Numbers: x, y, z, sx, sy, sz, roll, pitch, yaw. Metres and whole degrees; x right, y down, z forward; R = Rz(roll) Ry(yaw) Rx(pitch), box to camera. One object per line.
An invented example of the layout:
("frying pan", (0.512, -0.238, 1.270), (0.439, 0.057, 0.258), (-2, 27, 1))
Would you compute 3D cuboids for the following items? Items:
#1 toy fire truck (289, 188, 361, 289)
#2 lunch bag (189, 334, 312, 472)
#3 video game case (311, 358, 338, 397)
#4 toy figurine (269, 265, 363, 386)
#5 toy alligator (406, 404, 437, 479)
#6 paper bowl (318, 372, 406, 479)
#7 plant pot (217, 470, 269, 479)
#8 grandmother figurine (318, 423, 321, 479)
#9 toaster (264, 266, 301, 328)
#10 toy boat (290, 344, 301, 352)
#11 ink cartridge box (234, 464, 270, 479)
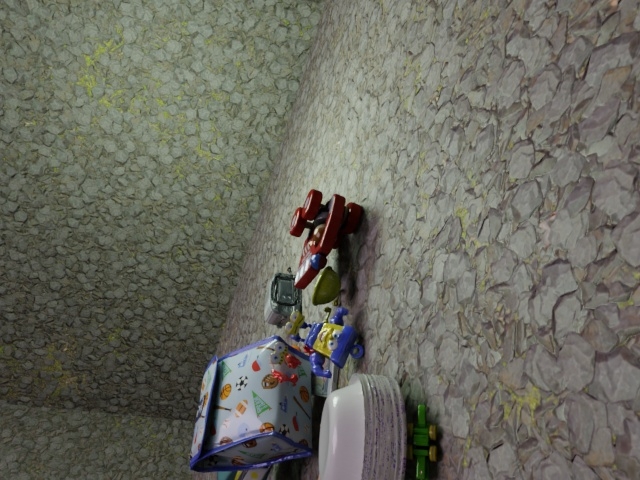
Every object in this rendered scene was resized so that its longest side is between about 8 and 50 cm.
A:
("toy fire truck", (0.000, 0.000, 1.645), (0.302, 0.169, 0.254), (131, 153, -58))
("lunch bag", (-0.237, 0.516, 1.615), (0.385, 0.239, 0.328), (-24, 43, 25))
("video game case", (0.012, 0.394, 1.637), (0.201, 0.023, 0.184), (147, 133, -66))
("toy figurine", (0.045, 0.272, 1.488), (0.217, 0.191, 0.363), (13, 62, 34))
("toy alligator", (0.199, 0.418, 1.012), (0.051, 0.056, 0.190), (43, -133, -60))
("paper bowl", (0.080, 0.428, 1.111), (0.284, 0.148, 0.285), (-173, 90, -84))
("plant pot", (-0.284, 0.844, 2.032), (0.234, 0.165, 0.166), (-61, 24, 28))
("grandmother figurine", (0.023, 0.655, 1.329), (0.208, 0.103, 0.343), (59, -145, -75))
("toaster", (-0.155, 0.233, 2.084), (0.146, 0.129, 0.227), (120, 154, -49))
("toy boat", (-0.122, 0.443, 1.879), (0.151, 0.151, 0.231), (-53, 3, -33))
("ink cartridge box", (-0.211, 0.737, 1.758), (0.307, 0.072, 0.303), (-62, 0, 9))
